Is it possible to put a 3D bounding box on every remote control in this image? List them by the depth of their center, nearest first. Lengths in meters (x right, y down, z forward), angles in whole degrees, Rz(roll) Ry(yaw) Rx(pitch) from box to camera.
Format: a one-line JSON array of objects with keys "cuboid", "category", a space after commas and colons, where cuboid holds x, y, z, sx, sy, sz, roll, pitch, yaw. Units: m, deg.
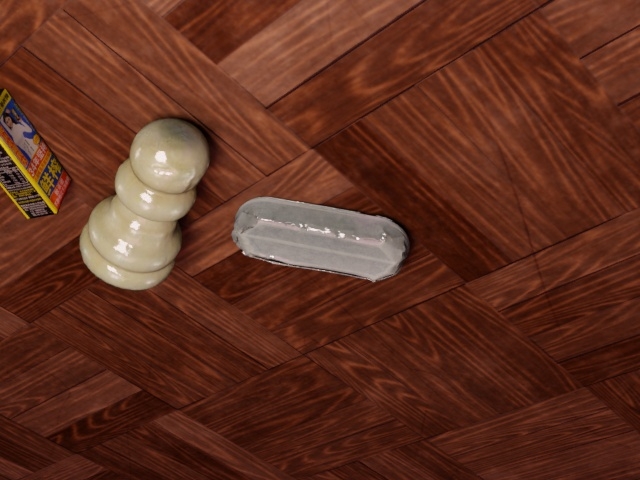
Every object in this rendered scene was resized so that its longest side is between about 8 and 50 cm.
[{"cuboid": [0.000, 0.000, 1.211, 0.247, 0.052, 0.104, 9, 138, 3], "category": "remote control"}]

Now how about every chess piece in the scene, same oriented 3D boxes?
[{"cuboid": [-0.219, -0.055, 1.135, 0.133, 0.133, 0.243, 21, 133, -14], "category": "chess piece"}]

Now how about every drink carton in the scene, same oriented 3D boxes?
[{"cuboid": [-0.396, -0.110, 1.136, 0.056, 0.071, 0.166, -11, 134, 17], "category": "drink carton"}]
